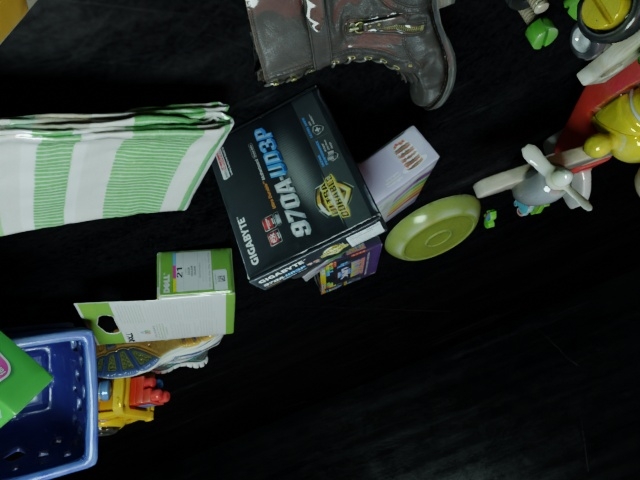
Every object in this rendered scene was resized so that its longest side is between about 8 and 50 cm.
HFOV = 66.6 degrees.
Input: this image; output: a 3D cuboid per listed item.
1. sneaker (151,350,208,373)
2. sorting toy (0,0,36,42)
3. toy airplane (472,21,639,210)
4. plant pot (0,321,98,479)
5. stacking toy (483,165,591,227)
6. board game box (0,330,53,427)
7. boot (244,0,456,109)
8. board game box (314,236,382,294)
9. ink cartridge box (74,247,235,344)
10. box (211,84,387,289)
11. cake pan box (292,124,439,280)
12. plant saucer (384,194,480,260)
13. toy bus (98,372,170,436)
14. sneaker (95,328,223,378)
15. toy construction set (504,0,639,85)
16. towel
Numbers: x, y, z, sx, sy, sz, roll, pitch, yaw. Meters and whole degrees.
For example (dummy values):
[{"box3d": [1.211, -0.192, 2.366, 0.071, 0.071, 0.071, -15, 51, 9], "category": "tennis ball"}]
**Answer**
[{"box3d": [-0.350, 0.276, 1.197, 0.167, 0.065, 0.076, -2, 129, -39], "category": "sneaker"}, {"box3d": [-0.203, -0.216, 0.295, 0.038, 0.208, 0.193, 16, 143, -6], "category": "sorting toy"}, {"box3d": [0.489, -0.153, 0.800, 0.385, 0.272, 0.386, 9, 139, -45], "category": "toy airplane"}, {"box3d": [-0.519, 0.261, 0.824, 0.236, 0.235, 0.212, -3, -176, -33], "category": "plant pot"}, {"box3d": [0.492, -0.103, 1.123, 0.167, 0.052, 0.221, -12, 151, -17], "category": "stacking toy"}, {"box3d": [-0.517, 0.128, 0.584, 0.242, 0.316, 0.064, -37, -168, 25], "category": "board game box"}, {"box3d": [0.034, -0.228, 0.567, 0.229, 0.091, 0.263, -18, 148, 4], "category": "boot"}, {"box3d": [0.056, 0.048, 1.064, 0.141, 0.048, 0.170, -20, 156, -7], "category": "board game box"}, {"box3d": [-0.289, 0.106, 0.896, 0.256, 0.096, 0.188, -3, 148, -13], "category": "ink cartridge box"}, {"box3d": [-0.037, -0.071, 0.628, 0.175, 0.220, 0.051, -26, 154, 9], "category": "box"}, {"box3d": [0.046, -0.041, 0.771, 0.267, 0.070, 0.245, -36, 168, -5], "category": "cake pan box"}, {"box3d": [0.268, -0.017, 1.131, 0.241, 0.037, 0.241, -17, 151, -10], "category": "plant saucer"}, {"box3d": [-0.458, 0.343, 1.083, 0.212, 0.149, 0.220, -13, 152, 14], "category": "toy bus"}, {"box3d": [-0.351, 0.242, 1.066, 0.297, 0.111, 0.131, -14, 151, -13], "category": "sneaker"}, {"box3d": [0.337, -0.278, 0.454, 0.309, 0.237, 0.258, -32, 156, 33], "category": "toy construction set"}, {"box3d": [-0.283, -0.068, 0.566, 0.325, 0.038, 0.248, -15, 166, -35], "category": "towel"}]
